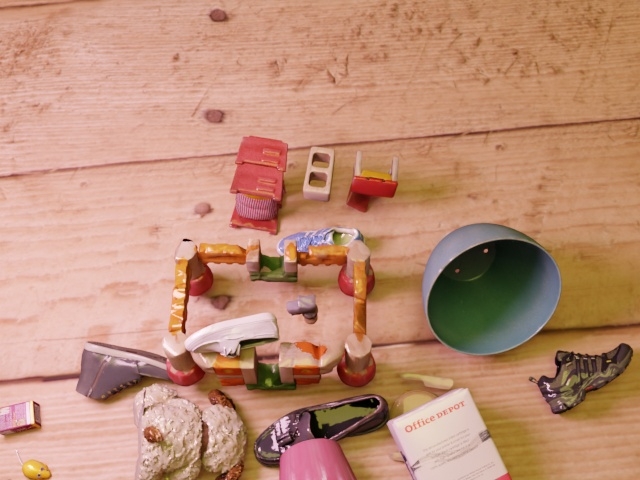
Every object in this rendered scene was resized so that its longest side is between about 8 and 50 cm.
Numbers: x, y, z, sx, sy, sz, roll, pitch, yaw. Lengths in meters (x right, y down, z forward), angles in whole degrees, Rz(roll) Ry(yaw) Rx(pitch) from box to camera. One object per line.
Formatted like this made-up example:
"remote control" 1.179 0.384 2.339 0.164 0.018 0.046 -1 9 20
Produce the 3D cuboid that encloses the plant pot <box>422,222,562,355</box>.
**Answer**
"plant pot" 0.346 0.075 1.639 0.290 0.290 0.195 -12 30 -3

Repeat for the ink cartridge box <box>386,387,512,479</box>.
"ink cartridge box" 0.263 0.439 1.523 0.172 0.100 0.237 -24 81 -8

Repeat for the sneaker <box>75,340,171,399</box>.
"sneaker" -0.421 0.303 1.665 0.222 0.083 0.118 14 89 -1

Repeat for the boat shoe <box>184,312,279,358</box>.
"boat shoe" -0.169 0.195 1.467 0.184 0.066 0.063 -11 61 -17

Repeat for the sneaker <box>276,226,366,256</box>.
"sneaker" 0.000 0.000 1.769 0.211 0.081 0.080 -8 67 1

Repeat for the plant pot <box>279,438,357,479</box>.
"plant pot" -0.003 0.504 1.492 0.201 0.201 0.180 -13 50 -3

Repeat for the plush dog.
"plush dog" -0.260 0.407 1.555 0.226 0.210 0.262 3 63 -22

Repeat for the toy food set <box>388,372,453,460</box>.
"toy food set" 0.215 0.384 1.615 0.133 0.038 0.192 9 77 12

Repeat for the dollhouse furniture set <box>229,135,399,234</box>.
"dollhouse furniture set" -0.019 -0.109 1.763 0.374 0.201 0.152 8 66 -1

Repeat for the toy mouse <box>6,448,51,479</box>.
"toy mouse" -0.620 0.535 1.581 0.161 0.031 0.143 22 69 12

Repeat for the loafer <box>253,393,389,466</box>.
"loafer" -0.001 0.386 1.584 0.303 0.095 0.109 -19 65 -5

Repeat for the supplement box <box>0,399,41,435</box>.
"supplement box" -0.659 0.387 1.644 0.083 0.043 0.055 -12 66 -4

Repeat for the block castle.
"block castle" -0.103 0.166 1.633 0.454 0.212 0.302 0 62 0

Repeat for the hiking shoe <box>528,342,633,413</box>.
"hiking shoe" 0.564 0.270 1.619 0.227 0.086 0.114 -32 72 -11
